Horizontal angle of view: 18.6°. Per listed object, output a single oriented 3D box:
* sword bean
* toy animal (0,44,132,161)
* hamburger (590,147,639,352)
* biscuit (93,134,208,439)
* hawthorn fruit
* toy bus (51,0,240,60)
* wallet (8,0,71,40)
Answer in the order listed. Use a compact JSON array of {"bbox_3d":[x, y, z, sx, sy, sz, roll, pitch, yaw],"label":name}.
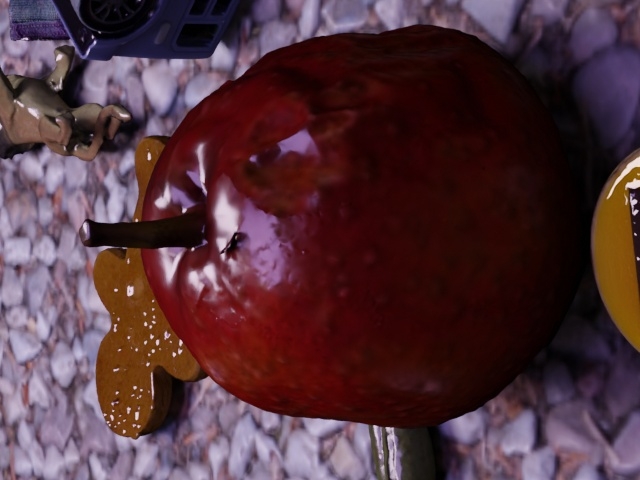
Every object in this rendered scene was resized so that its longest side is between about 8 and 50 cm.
[{"bbox_3d":[0.027,0.047,1.138,0.043,0.038,0.269,-20,74,22],"label":"sword bean"},{"bbox_3d":[-0.191,-0.097,1.370,0.219,0.069,0.086,9,118,54],"label":"toy animal"},{"bbox_3d":[0.195,0.002,0.902,0.141,0.081,0.127,-21,86,50],"label":"hamburger"},{"bbox_3d":[-0.105,0.038,1.293,0.138,0.031,0.205,38,118,43],"label":"biscuit"},{"bbox_3d":[0.000,0.000,0.997,0.230,0.266,0.210,22,115,49],"label":"hawthorn fruit"},{"bbox_3d":[-0.074,-0.252,1.178,0.125,0.133,0.292,59,134,38],"label":"toy bus"},{"bbox_3d":[-0.186,-0.225,1.387,0.111,0.030,0.166,7,94,54],"label":"wallet"}]
